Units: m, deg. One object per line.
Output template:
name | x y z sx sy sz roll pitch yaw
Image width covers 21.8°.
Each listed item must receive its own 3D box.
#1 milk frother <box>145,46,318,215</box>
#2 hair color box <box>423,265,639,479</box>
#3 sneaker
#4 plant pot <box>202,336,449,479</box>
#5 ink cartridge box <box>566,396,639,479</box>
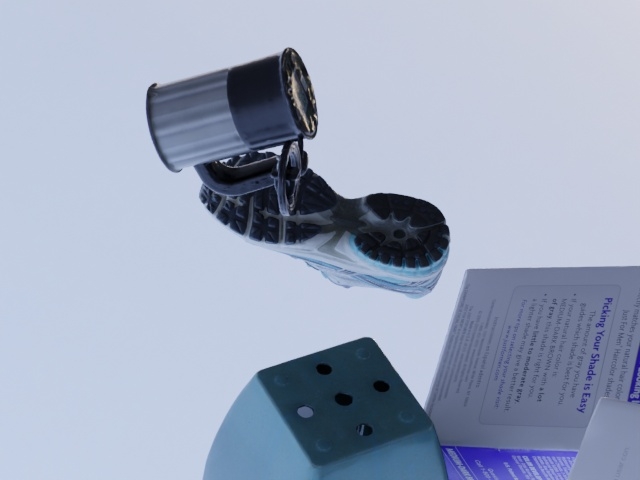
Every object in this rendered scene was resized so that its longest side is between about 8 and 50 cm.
milk frother | -0.077 -0.084 1.454 0.143 0.134 0.129 -62 -44 -65
hair color box | 0.266 0.121 1.370 0.110 0.338 0.185 54 -135 -42
sneaker | 0.000 0.000 1.790 0.283 0.122 0.110 19 -119 15
plant pot | 0.007 0.203 1.330 0.165 0.234 0.166 -16 -131 -23
ink cartridge box | 0.319 0.212 1.085 0.283 0.117 0.207 9 157 38
